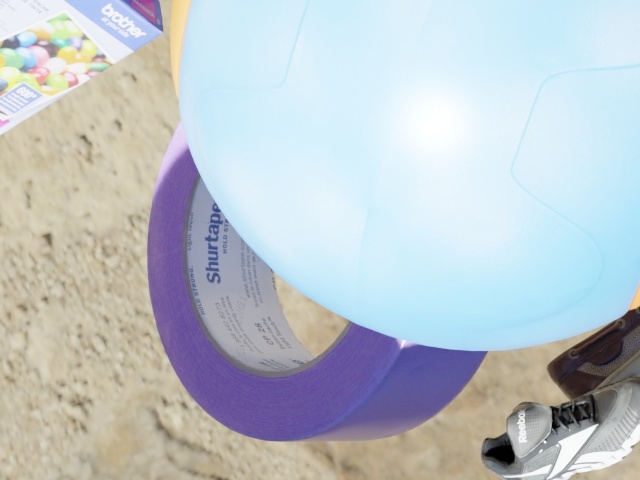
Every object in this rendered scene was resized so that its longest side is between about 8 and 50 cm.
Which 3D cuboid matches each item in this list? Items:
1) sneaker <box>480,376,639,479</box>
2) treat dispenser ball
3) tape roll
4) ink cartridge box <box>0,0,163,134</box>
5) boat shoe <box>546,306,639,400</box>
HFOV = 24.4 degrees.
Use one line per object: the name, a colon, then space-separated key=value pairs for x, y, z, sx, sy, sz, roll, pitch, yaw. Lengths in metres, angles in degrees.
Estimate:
sneaker: x=0.260 y=0.208 z=1.603 sx=0.106 sy=0.078 sz=0.234 roll=24 pitch=139 yaw=-24
treat dispenser ball: x=0.073 y=-0.093 z=0.693 sx=0.288 sy=0.288 sz=0.288 roll=-9 pitch=119 yaw=-16
tape roll: x=0.000 y=0.000 z=1.016 sx=0.090 sy=0.275 sz=0.275 roll=8 pitch=115 yaw=-45
ink cartridge box: x=-0.298 y=-0.224 z=1.497 sx=0.311 sy=0.065 sz=0.186 roll=-29 pitch=141 yaw=22
boat shoe: x=0.408 y=0.070 z=1.714 sx=0.342 sy=0.123 sz=0.123 roll=-42 pitch=154 yaw=-3
